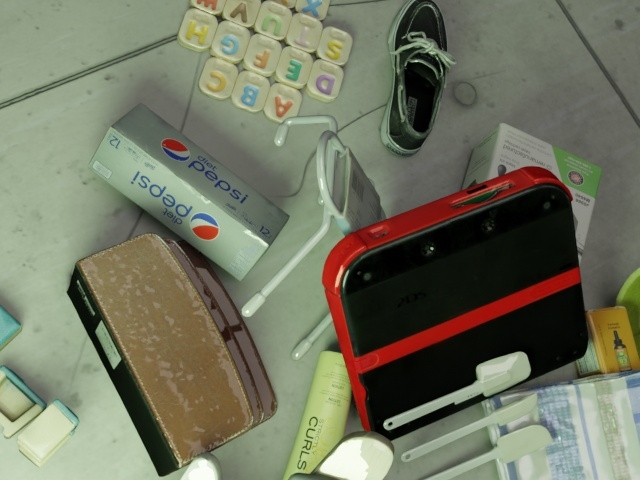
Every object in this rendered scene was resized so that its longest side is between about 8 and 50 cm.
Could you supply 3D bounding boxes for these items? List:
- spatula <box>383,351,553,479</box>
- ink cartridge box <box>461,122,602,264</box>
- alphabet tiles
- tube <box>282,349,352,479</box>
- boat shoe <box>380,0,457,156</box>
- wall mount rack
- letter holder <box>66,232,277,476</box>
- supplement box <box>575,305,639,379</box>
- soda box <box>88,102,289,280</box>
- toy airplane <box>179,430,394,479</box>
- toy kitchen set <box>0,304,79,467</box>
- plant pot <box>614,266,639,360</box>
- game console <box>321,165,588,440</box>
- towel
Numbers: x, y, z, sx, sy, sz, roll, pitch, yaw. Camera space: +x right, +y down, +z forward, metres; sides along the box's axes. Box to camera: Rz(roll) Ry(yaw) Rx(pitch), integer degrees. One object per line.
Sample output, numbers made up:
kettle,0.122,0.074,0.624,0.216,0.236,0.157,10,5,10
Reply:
spatula,0.219,0.279,1.399,0.242,0.019,0.168,-21,109,-5
ink cartridge box,0.329,-0.024,1.542,0.198,0.115,0.272,23,67,-10
alphabet tiles,-0.089,-0.339,1.564,0.284,0.021,0.278,20,68,-11
tube,0.003,0.284,1.370,0.070,0.062,0.240,6,71,27
boat shoe,0.169,-0.298,1.586,0.113,0.105,0.306,20,68,-11
wall mount rack,0.000,0.000,1.364,0.130,0.350,0.304,-2,66,19
letter holder,-0.185,0.140,1.305,0.214,0.152,0.302,-25,81,-25
supplement box,0.477,0.229,1.529,0.078,0.080,0.233,-4,76,-19
soda box,-0.193,-0.072,1.387,0.286,0.091,0.098,37,35,-4
toy airplane,-0.055,0.441,1.141,0.384,0.272,0.386,-14,114,-3
toy kitchen set,-0.395,0.177,1.214,0.207,0.166,0.122,43,65,-1
plant pot,0.673,0.145,1.539,0.254,0.276,0.276,-10,76,-33
game console,0.209,0.095,1.369,0.387,0.060,0.342,-21,120,-11
towel,0.406,0.317,1.447,0.285,0.034,0.209,-10,76,2
